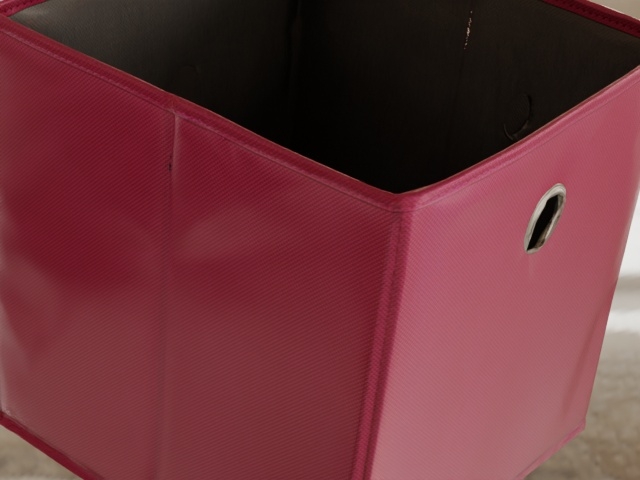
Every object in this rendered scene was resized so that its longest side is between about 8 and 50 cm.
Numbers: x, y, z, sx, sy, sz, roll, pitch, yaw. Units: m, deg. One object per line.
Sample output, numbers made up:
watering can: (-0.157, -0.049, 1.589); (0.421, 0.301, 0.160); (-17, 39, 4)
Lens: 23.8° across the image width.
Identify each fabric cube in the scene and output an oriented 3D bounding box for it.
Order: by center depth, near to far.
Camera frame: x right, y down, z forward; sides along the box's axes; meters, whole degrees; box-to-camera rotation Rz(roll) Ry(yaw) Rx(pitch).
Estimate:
fabric cube: (0.000, 0.000, 0.810); (0.259, 0.258, 0.254); (27, -144, 29)

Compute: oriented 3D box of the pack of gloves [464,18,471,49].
pack of gloves: (0.034, -0.174, 1.078); (0.232, 0.195, 0.046); (-39, -152, 18)
